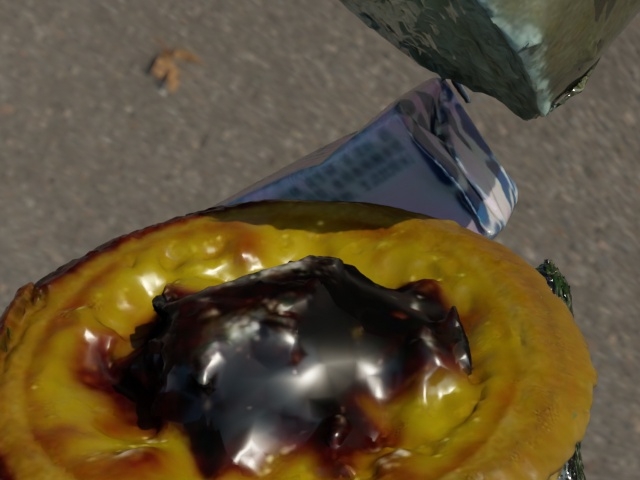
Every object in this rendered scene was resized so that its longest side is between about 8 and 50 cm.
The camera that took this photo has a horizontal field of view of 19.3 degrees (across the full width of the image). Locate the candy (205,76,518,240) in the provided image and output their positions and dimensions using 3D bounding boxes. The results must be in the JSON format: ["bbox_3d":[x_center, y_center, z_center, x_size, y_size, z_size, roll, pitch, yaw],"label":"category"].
[{"bbox_3d":[0.000,0.000,0.798,0.160,0.092,0.073,-30,96,22],"label":"candy"}]

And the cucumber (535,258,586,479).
[{"bbox_3d":[0.182,0.136,1.531,0.067,0.067,0.245,-11,72,20],"label":"cucumber"}]

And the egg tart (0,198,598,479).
[{"bbox_3d":[-0.011,0.089,0.653,0.215,0.215,0.171,10,124,23],"label":"egg tart"}]

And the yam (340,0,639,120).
[{"bbox_3d":[0.095,-0.237,0.676,0.241,0.241,0.348,31,85,24],"label":"yam"}]
